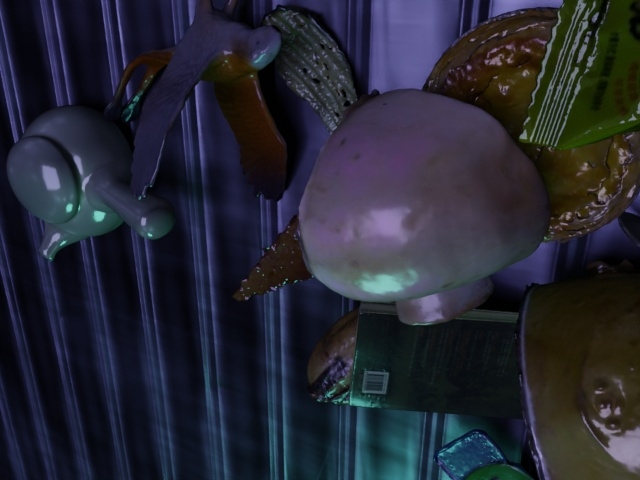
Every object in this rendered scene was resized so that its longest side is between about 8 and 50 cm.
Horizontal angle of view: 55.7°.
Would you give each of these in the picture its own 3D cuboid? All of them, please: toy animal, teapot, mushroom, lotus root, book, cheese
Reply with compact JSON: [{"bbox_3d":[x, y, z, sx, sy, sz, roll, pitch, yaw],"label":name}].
[{"bbox_3d":[-0.155,-0.220,0.769,0.284,0.225,0.302,44,120,34],"label":"toy animal"},{"bbox_3d":[-0.340,-0.100,0.900,0.318,0.149,0.220,-10,106,35],"label":"teapot"},{"bbox_3d":[0.094,-0.002,0.559,0.173,0.162,0.236,13,133,51],"label":"mushroom"},{"bbox_3d":[0.083,0.128,0.777,0.110,0.097,0.258,41,118,-19],"label":"lotus root"},{"bbox_3d":[0.152,0.147,0.718,0.228,0.024,0.160,4,122,0],"label":"book"},{"bbox_3d":[0.278,0.380,0.771,0.320,0.083,0.204,47,126,5],"label":"cheese"}]

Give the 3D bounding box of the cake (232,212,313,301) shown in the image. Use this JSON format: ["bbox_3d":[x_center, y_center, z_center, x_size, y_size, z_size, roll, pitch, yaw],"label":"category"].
[{"bbox_3d":[0.000,0.000,0.756,0.113,0.116,0.295,50,129,-6],"label":"cake"}]

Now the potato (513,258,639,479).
[{"bbox_3d":[0.322,0.171,0.559,0.196,0.246,0.299,-13,109,38],"label":"potato"}]

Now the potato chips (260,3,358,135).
[{"bbox_3d":[-0.002,-0.196,0.726,0.207,0.028,0.092,54,133,5],"label":"potato chips"}]

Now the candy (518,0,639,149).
[{"bbox_3d":[0.295,-0.126,0.466,0.246,0.069,0.149,11,106,10],"label":"candy"}]

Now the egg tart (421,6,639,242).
[{"bbox_3d":[0.208,-0.110,0.598,0.234,0.094,0.234,14,120,26],"label":"egg tart"}]

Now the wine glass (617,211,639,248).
[{"bbox_3d":[0.361,-0.068,0.531,0.079,0.079,0.195,39,125,12],"label":"wine glass"}]
